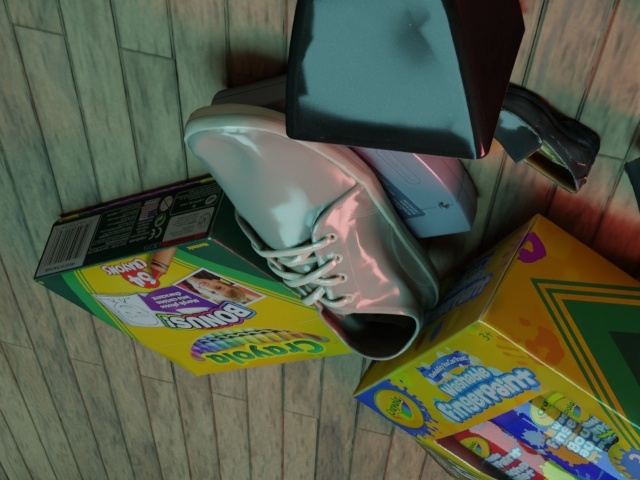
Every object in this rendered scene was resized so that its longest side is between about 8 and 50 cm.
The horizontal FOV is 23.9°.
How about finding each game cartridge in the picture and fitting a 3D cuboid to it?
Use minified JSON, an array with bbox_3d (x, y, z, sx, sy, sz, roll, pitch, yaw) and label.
[{"bbox_3d":[0.040,-0.093,1.692,0.196,0.060,0.294,-4,148,41],"label":"game cartridge"}]

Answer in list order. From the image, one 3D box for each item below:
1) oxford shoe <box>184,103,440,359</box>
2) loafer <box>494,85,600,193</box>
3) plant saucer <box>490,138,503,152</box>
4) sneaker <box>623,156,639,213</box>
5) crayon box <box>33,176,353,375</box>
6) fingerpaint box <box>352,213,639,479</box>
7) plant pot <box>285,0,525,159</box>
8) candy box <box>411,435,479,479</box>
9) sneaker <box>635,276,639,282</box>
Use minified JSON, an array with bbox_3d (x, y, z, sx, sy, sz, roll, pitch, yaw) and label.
[{"bbox_3d":[0.000,0.000,1.697,0.169,0.130,0.449,-2,147,34],"label":"oxford shoe"},{"bbox_3d":[0.212,-0.108,1.557,0.170,0.061,0.062,24,153,-15],"label":"loafer"},{"bbox_3d":[0.163,-0.116,1.622,0.083,0.013,0.083,13,154,7],"label":"plant saucer"},{"bbox_3d":[0.390,-0.035,1.604,0.083,0.118,0.222,-20,169,22],"label":"sneaker"},{"bbox_3d":[-0.146,0.059,2.023,0.363,0.106,0.313,-12,142,43],"label":"crayon box"},{"bbox_3d":[0.288,0.191,1.853,0.371,0.163,0.445,34,157,-6],"label":"fingerpaint box"},{"bbox_3d":[0.069,-0.203,1.337,0.188,0.187,0.167,7,139,17],"label":"plant pot"},{"bbox_3d":[0.223,0.288,2.238,0.183,0.087,0.316,20,162,39],"label":"candy box"},{"bbox_3d":[0.394,0.094,1.858,0.083,0.071,0.190,20,162,-23],"label":"sneaker"}]
